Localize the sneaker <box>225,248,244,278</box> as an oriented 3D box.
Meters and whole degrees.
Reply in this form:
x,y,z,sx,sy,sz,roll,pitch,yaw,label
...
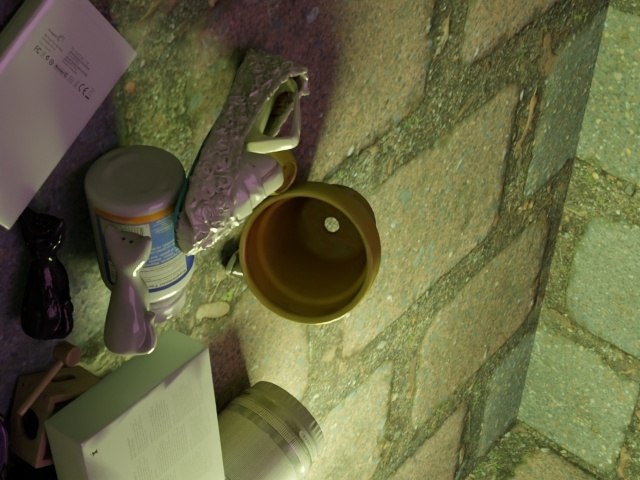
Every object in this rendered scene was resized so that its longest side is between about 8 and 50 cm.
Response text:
x,y,z,sx,sy,sz,roll,pitch,yaw,label
-0.119,0.054,2.124,0.158,0.065,0.061,4,114,-60,sneaker

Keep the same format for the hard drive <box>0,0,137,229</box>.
x,y,z,sx,sy,sz,roll,pitch,yaw,label
-0.388,-0.181,1.477,0.307,0.040,0.203,-55,152,-7,hard drive

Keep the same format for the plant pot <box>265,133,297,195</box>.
x,y,z,sx,sy,sz,roll,pitch,yaw,label
-0.097,-0.131,1.945,0.134,0.095,0.134,-40,148,-32,plant pot

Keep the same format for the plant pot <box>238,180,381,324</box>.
x,y,z,sx,sy,sz,roll,pitch,yaw,label
0.000,0.000,2.085,0.239,0.254,0.254,-50,162,-68,plant pot

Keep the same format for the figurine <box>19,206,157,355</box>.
x,y,z,sx,sy,sz,roll,pitch,yaw,label
-0.338,0.055,1.625,0.092,0.215,0.209,-68,165,-54,figurine

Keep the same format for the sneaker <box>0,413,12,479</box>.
x,y,z,sx,sy,sz,roll,pitch,yaw,label
-0.529,0.384,1.745,0.124,0.107,0.283,-53,167,-50,sneaker

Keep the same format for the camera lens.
x,y,z,sx,sy,sz,roll,pitch,yaw,label
-0.153,0.454,2.297,0.274,0.219,0.219,-43,149,-28,camera lens

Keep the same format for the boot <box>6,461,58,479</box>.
x,y,z,sx,sy,sz,roll,pitch,yaw,label
-0.401,0.501,2.010,0.445,0.146,0.366,-25,127,-53,boot

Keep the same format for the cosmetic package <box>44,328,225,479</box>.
x,y,z,sx,sy,sz,roll,pitch,yaw,label
-0.300,0.378,1.878,0.284,0.097,0.377,-39,139,-41,cosmetic package

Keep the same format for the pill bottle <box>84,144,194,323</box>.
x,y,z,sx,sy,sz,roll,pitch,yaw,label
-0.274,-0.001,1.723,0.152,0.152,0.272,-39,147,-33,pill bottle

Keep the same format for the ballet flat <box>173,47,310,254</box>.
x,y,z,sx,sy,sz,roll,pitch,yaw,label
-0.107,-0.147,1.709,0.147,0.147,0.408,82,20,-51,ballet flat

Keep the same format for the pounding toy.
x,y,z,sx,sy,sz,roll,pitch,yaw,label
-0.436,0.247,1.774,0.181,0.094,0.206,-5,114,-53,pounding toy
